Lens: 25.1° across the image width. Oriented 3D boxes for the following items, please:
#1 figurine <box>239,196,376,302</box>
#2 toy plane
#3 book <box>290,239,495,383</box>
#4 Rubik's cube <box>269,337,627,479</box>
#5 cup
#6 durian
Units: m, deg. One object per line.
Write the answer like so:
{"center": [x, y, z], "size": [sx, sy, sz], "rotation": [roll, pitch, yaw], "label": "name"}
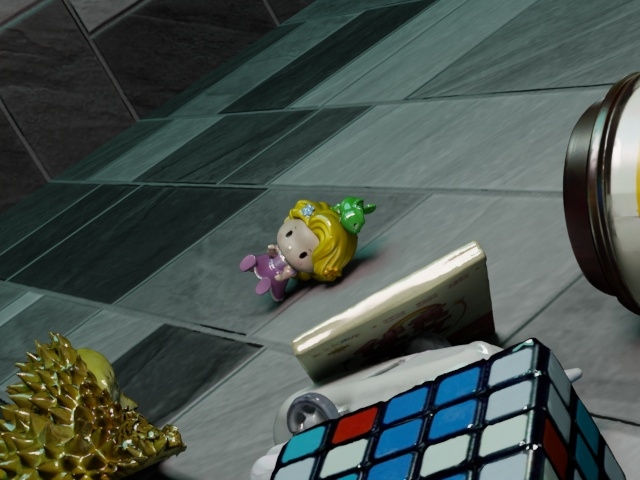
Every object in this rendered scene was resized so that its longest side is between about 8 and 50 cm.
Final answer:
{"center": [0.000, 0.000, 1.602], "size": [0.156, 0.095, 0.115], "rotation": [-42, -9, 23], "label": "figurine"}
{"center": [0.072, 0.140, 1.056], "size": [0.267, 0.122, 0.267], "rotation": [-16, 5, 1], "label": "toy plane"}
{"center": [0.066, 0.079, 1.171], "size": [0.162, 0.022, 0.232], "rotation": [-29, -19, -2], "label": "book"}
{"center": [0.080, 0.197, 0.792], "size": [0.184, 0.187, 0.182], "rotation": [-25, 19, 23], "label": "Rubik's cube"}
{"center": [0.334, -0.041, 1.061], "size": [0.280, 0.196, 0.196], "rotation": [-4, 30, 39], "label": "cup"}
{"center": [-0.231, 0.192, 1.392], "size": [0.306, 0.166, 0.172], "rotation": [-3, 62, 65], "label": "durian"}
